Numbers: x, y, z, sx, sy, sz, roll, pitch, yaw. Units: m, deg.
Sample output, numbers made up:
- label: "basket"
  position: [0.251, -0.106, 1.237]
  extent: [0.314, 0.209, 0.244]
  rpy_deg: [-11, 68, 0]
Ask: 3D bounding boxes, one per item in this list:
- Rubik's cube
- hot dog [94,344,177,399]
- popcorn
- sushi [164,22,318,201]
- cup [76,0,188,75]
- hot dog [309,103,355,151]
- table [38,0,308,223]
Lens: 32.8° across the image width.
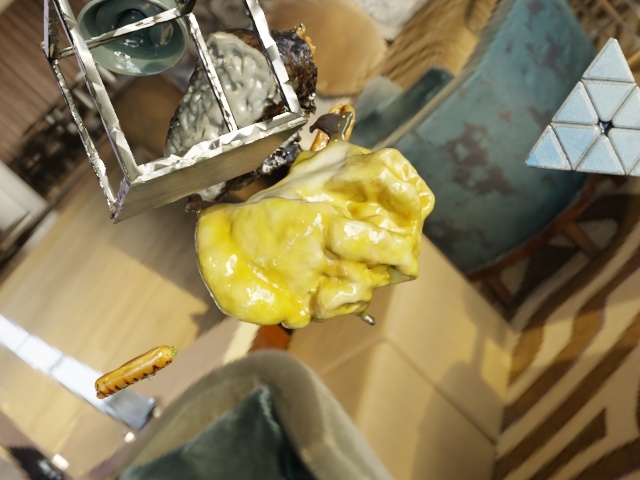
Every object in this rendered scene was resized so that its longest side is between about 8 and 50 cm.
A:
- label: "Rubik's cube"
  position: [0.584, -0.239, 2.223]
  extent: [0.228, 0.233, 0.228]
  rpy_deg: [-18, 56, 55]
- label: "hot dog"
  position: [-0.240, 0.172, 1.412]
  extent: [0.122, 0.037, 0.049]
  rpy_deg: [-30, -8, 4]
- label: "popcorn"
  position: [0.000, 0.000, 1.420]
  extent: [0.315, 0.281, 0.297]
  rpy_deg: [-29, 15, 7]
- label: "sushi"
  position: [-0.129, -0.217, 1.973]
  extent: [0.207, 0.234, 0.349]
  rpy_deg: [-14, -34, -53]
- label: "cup"
  position: [-0.332, -0.417, 1.962]
  extent: [0.199, 0.199, 0.150]
  rpy_deg: [-34, 42, 38]
- label: "hot dog"
  position: [0.018, -0.160, 1.761]
  extent: [0.062, 0.038, 0.144]
  rpy_deg: [8, 66, 37]
- label: "table"
  position: [-0.198, -0.202, 1.344]
  extent: [0.222, 0.272, 0.335]
  rpy_deg: [-23, 0, -16]
